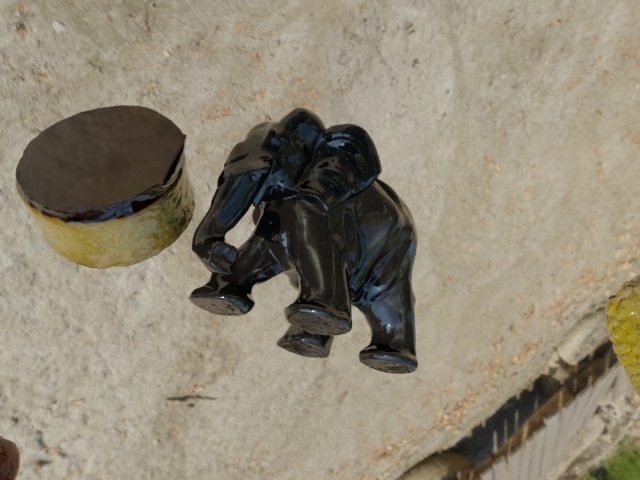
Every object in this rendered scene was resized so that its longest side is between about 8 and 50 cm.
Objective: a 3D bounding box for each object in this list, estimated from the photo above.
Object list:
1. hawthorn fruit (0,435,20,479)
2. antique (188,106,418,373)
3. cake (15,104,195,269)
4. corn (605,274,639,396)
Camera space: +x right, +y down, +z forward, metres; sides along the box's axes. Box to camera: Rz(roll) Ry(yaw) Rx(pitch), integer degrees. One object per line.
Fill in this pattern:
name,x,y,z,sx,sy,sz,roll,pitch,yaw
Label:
hawthorn fruit,-0.408,0.278,0.607,0.093,0.093,0.093,-18,130,-23
antique,0.000,0.000,0.637,0.322,0.185,0.254,32,60,-36
cake,-0.244,-0.042,0.630,0.185,0.208,0.178,-45,148,-30
corn,0.309,0.150,0.351,0.101,0.291,0.101,-25,160,-10
